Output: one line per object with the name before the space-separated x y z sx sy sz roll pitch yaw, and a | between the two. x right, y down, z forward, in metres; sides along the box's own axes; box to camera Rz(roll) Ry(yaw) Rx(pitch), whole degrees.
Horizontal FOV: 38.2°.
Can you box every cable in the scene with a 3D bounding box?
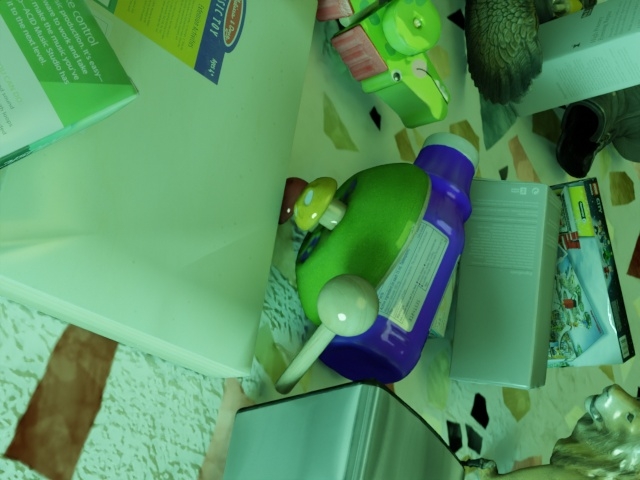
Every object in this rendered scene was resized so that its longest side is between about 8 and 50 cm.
cable | 0.435 -0.361 1.515 0.287 0.072 0.139 -45 120 -45

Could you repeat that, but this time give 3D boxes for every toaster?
toaster | 0.030 0.214 0.820 0.168 0.186 0.110 47 39 -33

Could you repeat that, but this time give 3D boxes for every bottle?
bottle | 0.092 0.012 0.970 0.092 0.118 0.282 36 62 -19

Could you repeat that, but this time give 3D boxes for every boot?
boot | 0.453 -0.179 1.462 0.222 0.118 0.338 -48 148 -13

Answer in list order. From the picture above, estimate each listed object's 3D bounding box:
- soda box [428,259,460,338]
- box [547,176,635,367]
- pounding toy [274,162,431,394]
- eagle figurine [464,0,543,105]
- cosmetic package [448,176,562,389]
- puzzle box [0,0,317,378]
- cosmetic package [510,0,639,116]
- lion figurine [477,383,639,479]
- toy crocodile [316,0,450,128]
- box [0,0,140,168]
soda box | 0.121 0.023 1.070 0.063 0.058 0.183 41 53 -36
box | 0.300 0.047 1.194 0.044 0.159 0.233 -15 93 -48
pounding toy | 0.000 0.000 0.868 0.110 0.183 0.237 34 49 -12
eagle figurine | 0.261 -0.356 1.200 0.226 0.225 0.298 47 56 -17
cosmetic package | 0.222 0.054 1.096 0.127 0.107 0.238 23 75 -67
puzzle box | -0.135 -0.112 0.807 0.272 0.052 0.408 31 59 -40
cosmetic package | 0.373 -0.264 1.296 0.085 0.231 0.117 52 46 -28
lion figurine | 0.278 0.348 1.035 0.142 0.240 0.392 46 50 -33
toy crocodile | 0.033 -0.266 0.995 0.105 0.115 0.340 -40 111 -26
box | -0.297 -0.129 0.575 0.322 0.058 0.232 -35 102 -39
